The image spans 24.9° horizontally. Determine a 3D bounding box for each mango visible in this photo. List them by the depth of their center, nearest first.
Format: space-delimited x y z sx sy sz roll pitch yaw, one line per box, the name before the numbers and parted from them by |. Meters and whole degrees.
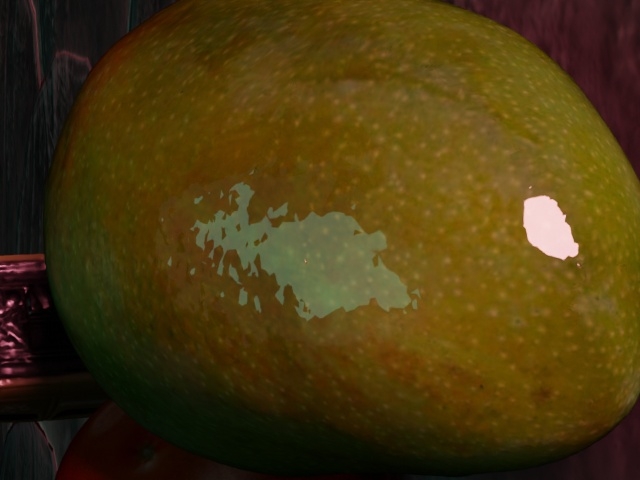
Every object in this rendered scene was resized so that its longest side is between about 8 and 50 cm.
mango | 0.000 0.000 0.639 0.382 0.201 0.225 21 88 56

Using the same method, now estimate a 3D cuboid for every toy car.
toy car | -0.152 0.064 0.933 0.124 0.256 0.101 124 139 -60

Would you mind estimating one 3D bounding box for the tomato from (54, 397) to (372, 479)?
tomato | -0.063 0.151 0.808 0.136 0.195 0.195 55 -178 -38
